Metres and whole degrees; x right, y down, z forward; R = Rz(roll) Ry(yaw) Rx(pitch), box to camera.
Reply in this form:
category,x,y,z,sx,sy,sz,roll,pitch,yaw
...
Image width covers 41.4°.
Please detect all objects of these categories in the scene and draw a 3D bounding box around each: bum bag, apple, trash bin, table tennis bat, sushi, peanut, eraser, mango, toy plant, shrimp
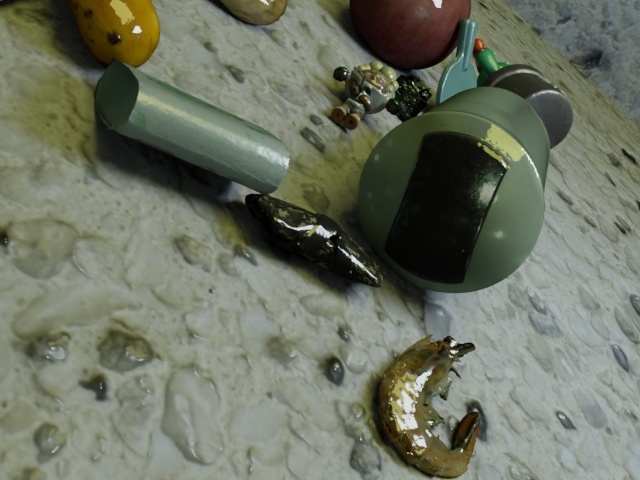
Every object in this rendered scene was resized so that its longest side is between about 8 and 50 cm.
category,x,y,z,sx,sy,sz,roll,pitch,yaw
bum bag,0.001,0.000,1.178,0.248,0.069,0.102,26,-1,-26
apple,0.209,-0.539,1.936,0.305,0.235,0.306,31,32,-22
trash bin,0.237,-0.099,1.390,0.280,0.280,0.432,44,27,1
table tennis bat,0.311,-0.367,1.877,0.040,0.245,0.152,17,15,38
sushi,0.182,-0.300,1.756,0.083,0.085,0.056,42,29,0
peanut,-0.119,-0.526,1.591,0.196,0.110,0.233,39,70,-29
eraser,-0.171,-0.148,1.117,0.226,0.081,0.174,21,14,-32
mango,-0.299,-0.335,1.189,0.147,0.109,0.227,38,23,-59
toy plant,0.474,-0.340,2.067,0.279,0.185,0.400,21,19,-18
shrimp,0.161,0.217,1.121,0.253,0.058,0.173,-19,75,-53

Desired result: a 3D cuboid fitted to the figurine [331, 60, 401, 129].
category,x,y,z,sx,sy,sz,roll,pitch,yaw
figurine,0.084,-0.278,1.602,0.147,0.094,0.197,33,31,2
